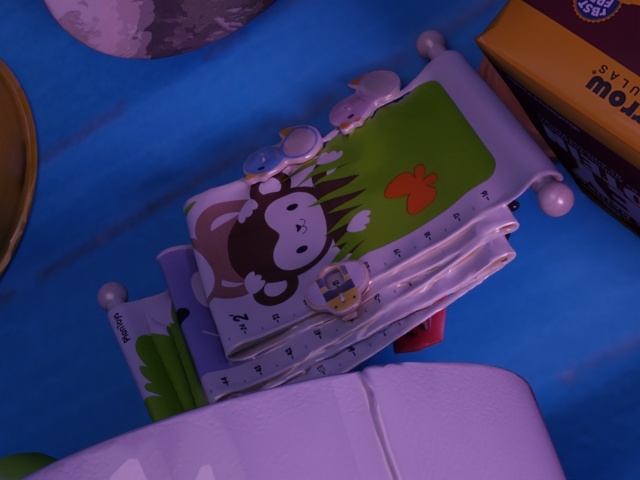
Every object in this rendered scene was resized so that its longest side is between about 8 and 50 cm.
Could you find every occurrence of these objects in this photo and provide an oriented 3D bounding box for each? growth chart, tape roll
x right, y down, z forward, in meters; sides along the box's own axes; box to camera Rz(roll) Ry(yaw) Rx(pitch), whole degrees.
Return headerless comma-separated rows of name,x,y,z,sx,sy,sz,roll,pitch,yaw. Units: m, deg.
growth chart,0.000,0.000,0.592,0.237,0.021,0.172,-37,46,-4
tape roll,-0.007,0.169,0.461,0.246,0.246,0.169,-25,65,15

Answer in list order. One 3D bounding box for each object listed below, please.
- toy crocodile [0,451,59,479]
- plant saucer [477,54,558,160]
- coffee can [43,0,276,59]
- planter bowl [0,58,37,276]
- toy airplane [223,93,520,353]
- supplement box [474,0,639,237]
toy crocodile,-0.164,0.272,0.584,0.115,0.105,0.341,3,81,16
plant saucer,0.117,-0.080,0.612,0.083,0.013,0.084,-7,71,22
coffee can,-0.135,-0.259,0.670,0.201,0.201,0.275,-45,63,5
planter bowl,-0.283,-0.040,0.732,0.217,0.090,0.217,-7,72,22
toy airplane,0.026,-0.001,0.616,0.151,0.028,0.151,-12,54,17
supplement box,0.192,-0.082,0.480,0.129,0.191,0.194,41,94,28
